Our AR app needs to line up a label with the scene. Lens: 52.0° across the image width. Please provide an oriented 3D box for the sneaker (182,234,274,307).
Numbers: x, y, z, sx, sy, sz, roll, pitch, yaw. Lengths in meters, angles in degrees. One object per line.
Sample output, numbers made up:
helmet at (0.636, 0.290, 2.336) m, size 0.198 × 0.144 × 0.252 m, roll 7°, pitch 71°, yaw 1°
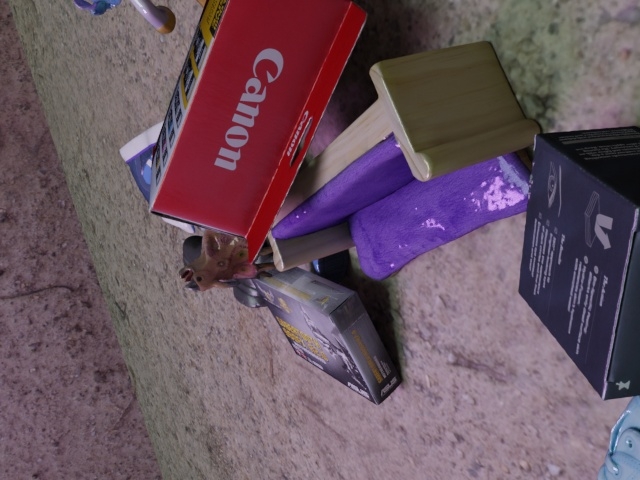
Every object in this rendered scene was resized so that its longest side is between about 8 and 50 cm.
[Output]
sneaker at (-0.163, 0.024, 1.241) m, size 0.286 × 0.109 × 0.130 m, roll 20°, pitch 117°, yaw 41°

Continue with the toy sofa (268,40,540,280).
toy sofa at (0.068, -0.052, 0.748) m, size 0.362 × 0.150 × 0.177 m, roll -33°, pitch 77°, yaw 60°

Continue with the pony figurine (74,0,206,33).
pony figurine at (-0.291, -0.435, 0.834) m, size 0.351 × 0.303 × 0.363 m, roll 54°, pitch -169°, yaw 12°

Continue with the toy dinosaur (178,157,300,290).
toy dinosaur at (-0.100, -0.052, 0.996) m, size 0.200 × 0.295 × 0.127 m, roll 35°, pitch 178°, yaw 45°

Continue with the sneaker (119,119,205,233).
sneaker at (-0.246, -0.130, 1.285) m, size 0.323 × 0.130 × 0.236 m, roll -14°, pitch 113°, yaw 48°

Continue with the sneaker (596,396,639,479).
sneaker at (0.295, 0.202, 0.558) m, size 0.366 × 0.135 × 0.150 m, roll -46°, pitch 59°, yaw 48°

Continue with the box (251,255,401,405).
box at (0.003, 0.132, 1.002) m, size 0.231 × 0.056 × 0.183 m, roll 20°, pitch 144°, yaw 53°

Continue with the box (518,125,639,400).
box at (0.233, 0.010, 0.510) m, size 0.158 × 0.093 × 0.155 m, roll -105°, pitch 11°, yaw -62°

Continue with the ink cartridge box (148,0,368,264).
ink cartridge box at (-0.091, -0.173, 0.765) m, size 0.309 × 0.130 × 0.271 m, roll -64°, pitch 23°, yaw 22°

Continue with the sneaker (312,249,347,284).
sneaker at (0.000, 0.000, 0.994) m, size 0.059 × 0.053 × 0.144 m, roll -20°, pitch 82°, yaw 62°
